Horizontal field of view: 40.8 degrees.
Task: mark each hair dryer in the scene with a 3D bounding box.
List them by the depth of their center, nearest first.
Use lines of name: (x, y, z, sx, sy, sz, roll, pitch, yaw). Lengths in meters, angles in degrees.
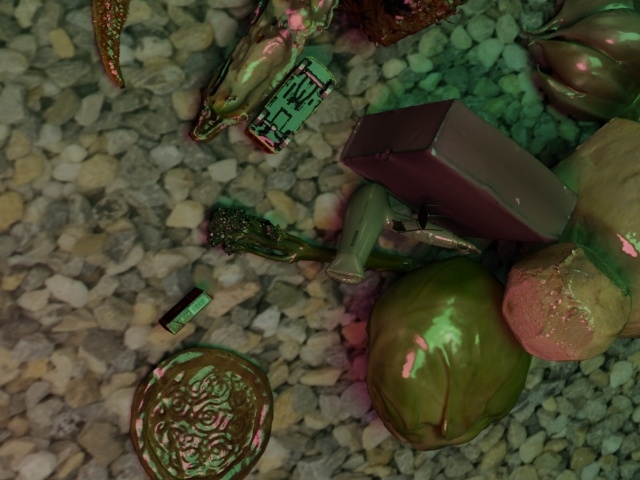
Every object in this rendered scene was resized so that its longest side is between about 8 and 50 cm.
hair dryer: (0.143, 0.008, 1.401, 0.237, 0.075, 0.206, 12, 45, 7)

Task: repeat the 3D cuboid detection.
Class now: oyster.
oyster: (-0.099, -0.296, 1.347, 0.345, 0.078, 0.128, -53, 137, 1)

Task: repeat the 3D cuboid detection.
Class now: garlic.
garlic: (0.529, -0.352, 1.636, 0.237, 0.210, 0.292, -41, 118, 19)

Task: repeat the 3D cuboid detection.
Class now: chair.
chair: (0.160, -0.036, 1.382, 0.086, 0.037, 0.042, -3, 128, -14)

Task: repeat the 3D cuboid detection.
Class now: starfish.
starfish: (-0.253, -0.428, 1.285, 0.293, 0.084, 0.301, -34, 102, -18)

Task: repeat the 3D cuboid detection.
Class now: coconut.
coconut: (0.372, 0.096, 1.320, 0.194, 0.194, 0.194, -2, 94, -25)
coconut: (0.554, -0.026, 1.537, 0.415, 0.415, 0.344, -42, 84, -17)

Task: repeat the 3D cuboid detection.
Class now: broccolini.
broccolini: (0.000, 0.005, 1.431, 0.392, 0.074, 0.079, 7, 90, -25)

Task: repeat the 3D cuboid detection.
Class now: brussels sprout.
brussels sprout: (0.210, 0.181, 1.448, 0.328, 0.247, 0.328, -7, 109, -21)

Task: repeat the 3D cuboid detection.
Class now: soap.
soap: (0.219, -0.102, 1.406, 0.285, 0.296, 0.107, 33, 80, -24)

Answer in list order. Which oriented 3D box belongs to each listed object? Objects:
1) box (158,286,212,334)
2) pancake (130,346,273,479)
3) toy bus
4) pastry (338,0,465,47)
box: (-0.213, 0.110, 1.352, 0.082, 0.051, 0.023, -44, 108, -17)
pancake: (-0.185, 0.291, 1.388, 0.250, 0.031, 0.250, -1, 93, -25)
toy bus: (-0.049, -0.218, 1.395, 0.069, 0.074, 0.162, 41, 79, -14)
pastry: (0.143, -0.445, 1.373, 0.193, 0.275, 0.275, -6, 96, -28)
